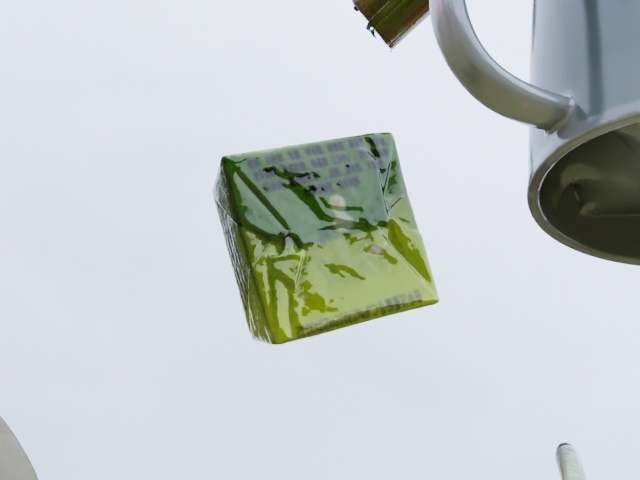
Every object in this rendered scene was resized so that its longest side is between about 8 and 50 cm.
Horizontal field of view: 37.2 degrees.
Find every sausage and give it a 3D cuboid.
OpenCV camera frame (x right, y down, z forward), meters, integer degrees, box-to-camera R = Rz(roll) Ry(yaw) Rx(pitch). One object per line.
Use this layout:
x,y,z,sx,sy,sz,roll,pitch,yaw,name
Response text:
0.185,-0.451,1.517,0.317,0.125,0.117,-42,-96,19,sausage

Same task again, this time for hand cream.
0.228,0.212,0.861,0.035,0.102,0.022,38,-74,-4,hand cream

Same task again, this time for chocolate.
0.000,0.000,1.469,0.300,0.289,0.137,-12,-10,-26,chocolate

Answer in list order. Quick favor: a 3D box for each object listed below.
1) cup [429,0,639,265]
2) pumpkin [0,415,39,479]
0.247,-0.165,0.734,0.356,0.275,0.259,15,-27,-17,cup
-0.202,0.150,0.490,0.110,0.217,0.217,-17,-45,10,pumpkin
